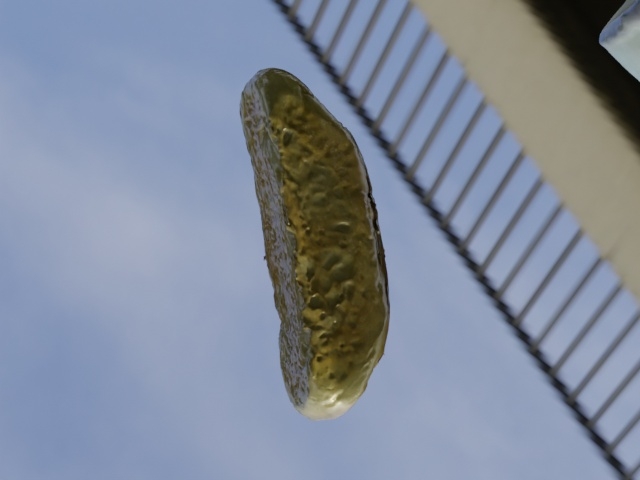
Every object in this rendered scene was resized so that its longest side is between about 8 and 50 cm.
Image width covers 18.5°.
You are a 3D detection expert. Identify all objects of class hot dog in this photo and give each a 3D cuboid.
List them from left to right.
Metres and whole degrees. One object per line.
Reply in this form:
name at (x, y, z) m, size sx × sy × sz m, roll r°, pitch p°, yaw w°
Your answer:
hot dog at (0.000, 0.000, 1.343) m, size 0.073 × 0.084 × 0.243 m, roll -8°, pitch -93°, yaw -21°

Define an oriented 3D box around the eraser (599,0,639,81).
eraser at (0.289, -0.055, 0.991) m, size 0.290 × 0.189 × 0.104 m, roll 42°, pitch -113°, yaw -3°
